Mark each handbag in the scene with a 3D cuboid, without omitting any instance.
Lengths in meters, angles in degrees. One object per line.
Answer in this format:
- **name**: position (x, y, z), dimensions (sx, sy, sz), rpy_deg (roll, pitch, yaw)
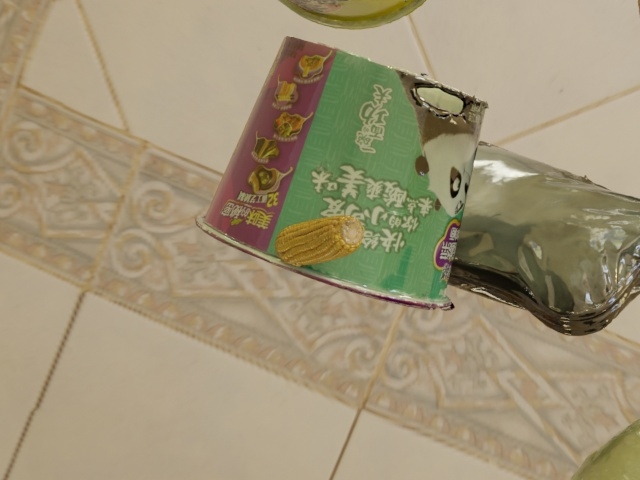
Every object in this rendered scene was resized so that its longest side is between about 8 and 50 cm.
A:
- **handbag**: position (0.211, -0.011, 1.331), dimensions (0.191, 0.332, 0.075), rpy_deg (-38, 129, -26)

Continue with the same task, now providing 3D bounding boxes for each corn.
- **corn**: position (0.000, 0.000, 1.038), dimensions (0.037, 0.092, 0.037), rpy_deg (6, 79, -34)

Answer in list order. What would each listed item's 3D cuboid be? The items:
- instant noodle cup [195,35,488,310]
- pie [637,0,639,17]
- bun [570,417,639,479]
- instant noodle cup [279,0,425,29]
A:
- **instant noodle cup**: position (0.032, -0.067, 1.181), dimensions (0.251, 0.251, 0.190), rpy_deg (19, 96, 5)
- **pie**: position (0.431, -0.256, 1.521), dimensions (0.084, 0.205, 0.179), rpy_deg (-14, 46, -1)
- **bun**: position (0.284, 0.208, 0.971), dimensions (0.212, 0.204, 0.126), rpy_deg (-18, 47, -18)
- **instant noodle cup**: position (0.009, -0.348, 1.298), dimensions (0.264, 0.200, 0.264), rpy_deg (1, 94, 18)
